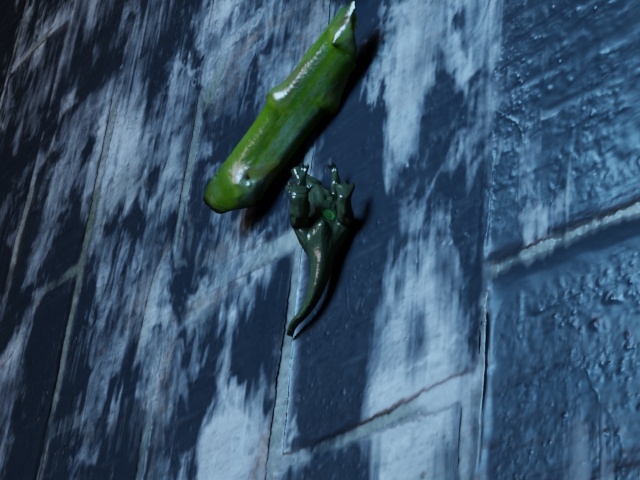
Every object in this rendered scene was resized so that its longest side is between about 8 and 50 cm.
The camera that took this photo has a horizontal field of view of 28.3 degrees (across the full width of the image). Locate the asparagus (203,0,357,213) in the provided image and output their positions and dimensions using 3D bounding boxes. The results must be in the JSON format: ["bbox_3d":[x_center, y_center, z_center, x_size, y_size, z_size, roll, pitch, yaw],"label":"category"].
[{"bbox_3d":[-0.036,-0.170,1.676,0.343,0.085,0.082,-52,36,19],"label":"asparagus"}]

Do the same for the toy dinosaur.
[{"bbox_3d":[0.000,0.000,1.564,0.187,0.087,0.179,-89,-3,-59],"label":"toy dinosaur"}]
